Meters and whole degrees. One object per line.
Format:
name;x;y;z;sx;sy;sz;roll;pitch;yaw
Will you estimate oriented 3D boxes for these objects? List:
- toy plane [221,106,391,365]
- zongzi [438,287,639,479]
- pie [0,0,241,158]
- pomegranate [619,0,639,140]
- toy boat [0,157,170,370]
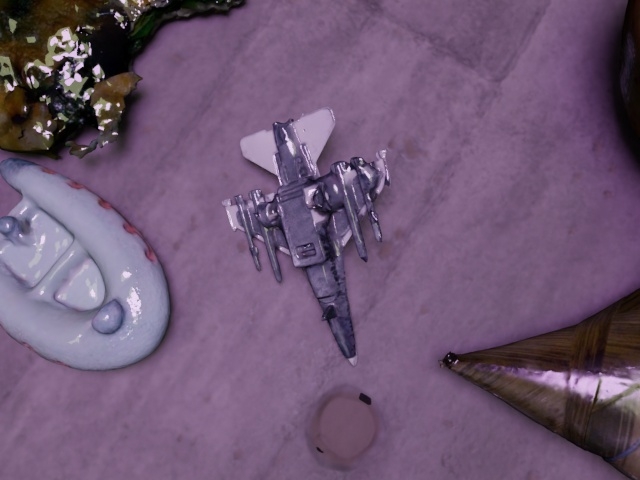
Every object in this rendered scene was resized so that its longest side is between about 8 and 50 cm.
toy plane;-0.008;-0.005;0.484;0.159;0.082;0.234;-15;82;23
zongzi;0.252;0.069;0.473;0.242;0.112;0.221;28;80;10
pie;-0.211;-0.261;0.512;0.296;0.078;0.371;41;84;5
pomegranate;0.373;-0.126;0.393;0.290;0.291;0.324;-1;56;-2
toy boat;-0.217;0.023;0.474;0.207;0.079;0.134;41;80;5
